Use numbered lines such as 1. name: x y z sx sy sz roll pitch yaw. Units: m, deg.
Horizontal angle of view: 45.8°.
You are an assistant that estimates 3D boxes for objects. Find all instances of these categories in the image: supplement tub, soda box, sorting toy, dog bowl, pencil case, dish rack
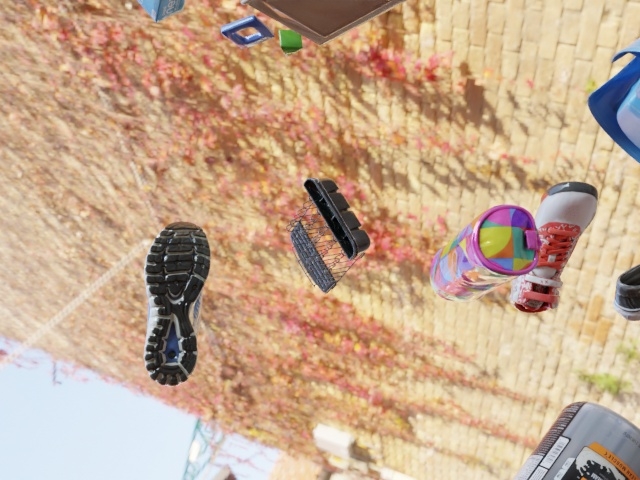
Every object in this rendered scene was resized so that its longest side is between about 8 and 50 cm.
1. supplement tub: 0.421 0.446 1.282 0.316 0.193 0.193 -47 -29 -19
2. soda box: -0.281 -0.504 1.396 0.071 0.067 0.210 -36 -8 -31
3. sorting toy: 0.011 -0.364 1.102 0.196 0.348 0.047 11 -112 -48
4. dog bowl: 0.350 -0.126 0.709 0.074 0.166 0.297 -48 -11 5
5. pencil case: 0.224 0.024 1.048 0.236 0.104 0.104 112 177 -76
6. dish rack: 0.000 0.000 1.740 0.074 0.208 0.271 -17 -22 -35

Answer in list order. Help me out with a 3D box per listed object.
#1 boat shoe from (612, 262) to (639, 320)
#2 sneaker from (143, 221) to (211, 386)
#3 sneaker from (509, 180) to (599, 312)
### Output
1. boat shoe: 0.818 0.073 1.698 0.335 0.121 0.119 -25 -48 -5
2. sneaker: -0.296 0.124 1.516 0.147 0.130 0.330 142 135 -72
3. sneaker: 0.374 0.025 1.217 0.270 0.090 0.145 101 180 -64
